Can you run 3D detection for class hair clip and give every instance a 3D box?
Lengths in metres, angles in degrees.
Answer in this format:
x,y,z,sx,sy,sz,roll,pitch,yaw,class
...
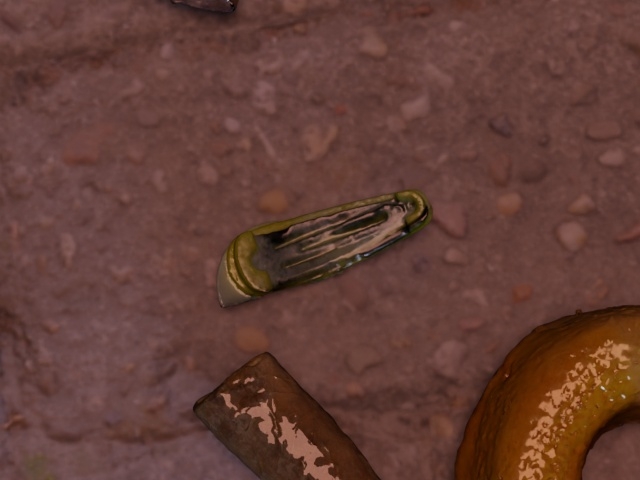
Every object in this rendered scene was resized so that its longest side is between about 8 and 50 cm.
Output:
x,y,z,sx,sy,sz,roll,pitch,yaw,class
0.000,0.000,1.342,0.188,0.033,0.060,-19,78,-4,hair clip

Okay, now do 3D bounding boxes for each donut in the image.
x,y,z,sx,sy,sz,roll,pitch,yaw,class
0.245,0.175,1.278,0.277,0.108,0.277,1,78,-3,donut

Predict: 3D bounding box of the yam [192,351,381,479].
x,y,z,sx,sy,sz,roll,pitch,yaw,class
0.047,0.232,1.278,0.081,0.081,0.357,-43,85,-10,yam

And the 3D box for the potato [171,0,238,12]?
x,y,z,sx,sy,sz,roll,pitch,yaw,class
-0.131,-0.270,1.380,0.100,0.089,0.172,-18,112,14,potato
